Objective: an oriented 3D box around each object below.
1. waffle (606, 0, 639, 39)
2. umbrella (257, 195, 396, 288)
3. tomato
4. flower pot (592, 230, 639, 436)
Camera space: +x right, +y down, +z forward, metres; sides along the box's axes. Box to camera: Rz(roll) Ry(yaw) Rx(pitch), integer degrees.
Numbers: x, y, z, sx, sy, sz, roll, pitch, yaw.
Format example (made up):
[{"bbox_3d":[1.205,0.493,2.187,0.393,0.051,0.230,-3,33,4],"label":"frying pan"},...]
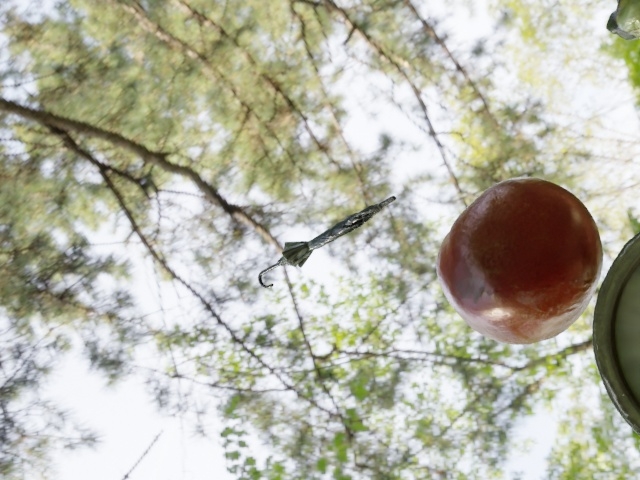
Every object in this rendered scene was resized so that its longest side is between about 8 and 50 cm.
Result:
[{"bbox_3d":[0.232,-0.190,0.560,0.223,0.054,0.204,20,-120,-19],"label":"waffle"},{"bbox_3d":[-0.003,-0.004,1.252,0.044,0.269,0.044,58,-146,4],"label":"umbrella"},{"bbox_3d":[0.239,0.039,1.162,0.140,0.233,0.200,-18,-124,-43],"label":"tomato"},{"bbox_3d":[0.356,0.081,0.743,0.203,0.212,0.212,12,-113,-56],"label":"flower pot"}]
